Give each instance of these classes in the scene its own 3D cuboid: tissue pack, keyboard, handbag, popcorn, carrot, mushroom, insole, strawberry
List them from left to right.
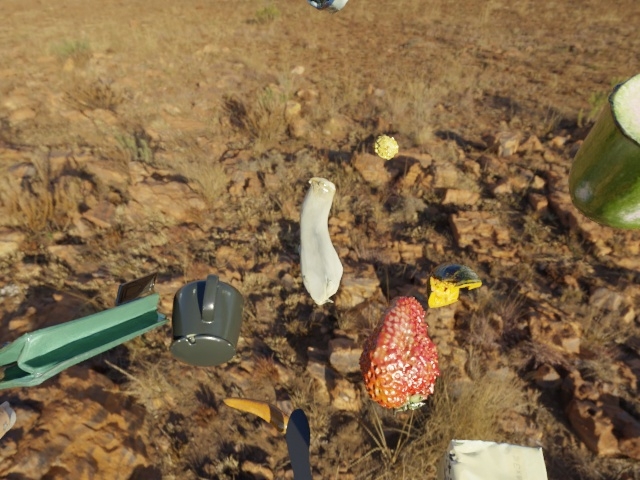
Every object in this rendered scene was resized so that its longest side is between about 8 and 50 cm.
[{"bbox_3d":[-0.515,0.206,0.870,0.238,0.090,0.326,-19,1,26],"label":"handbag"},{"bbox_3d":[-0.530,0.136,1.182,0.013,0.061,0.204,15,7,2],"label":"keyboard"},{"bbox_3d":[-0.206,0.584,1.400,0.271,0.066,0.062,23,10,16],"label":"carrot"},{"bbox_3d":[-0.060,0.630,1.200,0.086,0.005,0.253,-23,52,17],"label":"insole"},{"bbox_3d":[-0.002,0.001,0.889,0.096,0.278,0.099,-5,0,-12],"label":"mushroom"},{"bbox_3d":[0.212,-0.305,1.317,0.082,0.057,0.083,-7,72,-36],"label":"popcorn"},{"bbox_3d":[0.155,0.241,0.860,0.175,0.106,0.236,-22,72,16],"label":"strawberry"},{"bbox_3d":[0.346,0.654,0.824,0.205,0.332,0.405,2,54,9],"label":"tissue pack"}]

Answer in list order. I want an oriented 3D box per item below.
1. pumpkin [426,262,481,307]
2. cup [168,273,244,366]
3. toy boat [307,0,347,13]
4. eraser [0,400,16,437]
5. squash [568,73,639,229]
[{"bbox_3d":[0.386,0.121,1.217,0.118,0.183,0.108,4,60,-26],"label":"pumpkin"},{"bbox_3d":[-0.261,0.178,0.933,0.169,0.223,0.177,8,49,-11],"label":"cup"},{"bbox_3d":[-0.004,-0.506,0.758,0.115,0.114,0.262,21,36,-19],"label":"toy boat"},{"bbox_3d":[-0.938,0.554,1.066,0.171,0.087,0.290,-52,9,-10],"label":"eraser"},{"bbox_3d":[0.691,-0.137,0.851,0.309,0.309,0.311,-2,55,2],"label":"squash"}]
